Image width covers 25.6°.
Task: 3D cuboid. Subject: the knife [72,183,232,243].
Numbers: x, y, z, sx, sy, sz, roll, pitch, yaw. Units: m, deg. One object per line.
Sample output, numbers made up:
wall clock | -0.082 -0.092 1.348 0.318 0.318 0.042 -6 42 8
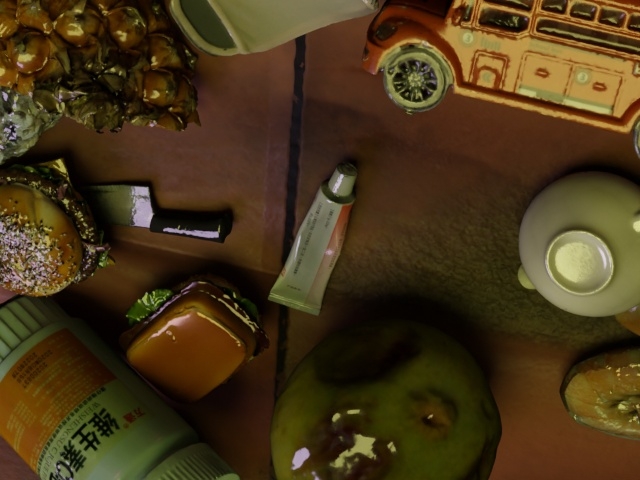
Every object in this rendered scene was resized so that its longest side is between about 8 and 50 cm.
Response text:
knife | -0.205 -0.036 1.517 0.230 0.028 0.060 6 125 19

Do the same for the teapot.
teapot | 0.269 0.002 1.351 0.226 0.092 0.145 -31 97 32

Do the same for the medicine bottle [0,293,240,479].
medicine bottle | -0.251 0.209 1.557 0.318 0.158 0.158 42 132 21

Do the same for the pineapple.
pineapple | -0.220 -0.182 1.311 0.249 0.164 0.140 18 106 -5

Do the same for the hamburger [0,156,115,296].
hamburger | -0.318 -0.005 1.519 0.189 0.093 0.164 -17 116 37

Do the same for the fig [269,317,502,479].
fig | 0.057 0.205 1.494 0.239 0.239 0.271 40 158 -14

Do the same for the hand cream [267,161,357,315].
hand cream | 0.001 0.001 1.476 0.052 0.038 0.216 40 137 17

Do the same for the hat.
hat | -0.049 -0.279 1.256 0.219 0.164 0.226 -14 159 28

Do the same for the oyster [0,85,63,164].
oyster | -0.320 -0.157 1.438 0.125 0.064 0.177 -1 123 23

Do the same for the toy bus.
toy bus | 0.207 -0.175 1.215 0.329 0.143 0.153 14 118 8

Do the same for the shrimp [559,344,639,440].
shrimp | 0.372 0.151 1.464 0.251 0.052 0.143 -16 130 36

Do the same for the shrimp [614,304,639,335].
shrimp | 0.373 0.017 1.369 0.236 0.053 0.133 -35 89 38

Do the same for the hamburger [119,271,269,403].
hamburger | -0.138 0.098 1.553 0.166 0.087 0.137 -34 109 33
